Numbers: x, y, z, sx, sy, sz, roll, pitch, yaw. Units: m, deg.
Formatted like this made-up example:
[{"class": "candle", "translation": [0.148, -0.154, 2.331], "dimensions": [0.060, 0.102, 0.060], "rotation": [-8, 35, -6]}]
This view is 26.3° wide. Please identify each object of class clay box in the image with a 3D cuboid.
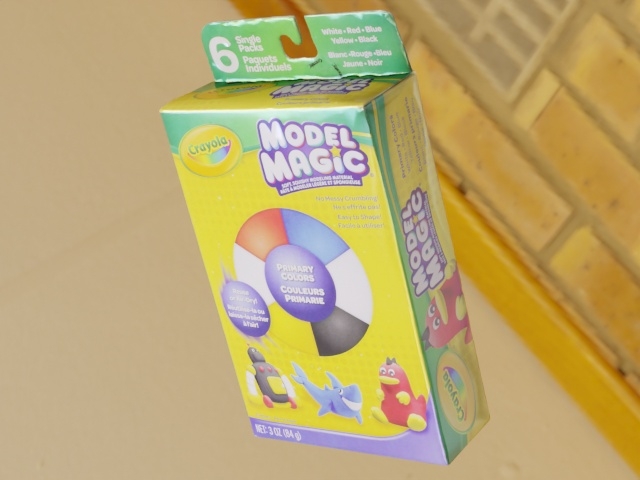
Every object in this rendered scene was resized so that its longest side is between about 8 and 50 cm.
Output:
[{"class": "clay box", "translation": [0.000, 0.000, 0.683], "dimensions": [0.053, 0.127, 0.222], "rotation": [-39, -58, -45]}]
